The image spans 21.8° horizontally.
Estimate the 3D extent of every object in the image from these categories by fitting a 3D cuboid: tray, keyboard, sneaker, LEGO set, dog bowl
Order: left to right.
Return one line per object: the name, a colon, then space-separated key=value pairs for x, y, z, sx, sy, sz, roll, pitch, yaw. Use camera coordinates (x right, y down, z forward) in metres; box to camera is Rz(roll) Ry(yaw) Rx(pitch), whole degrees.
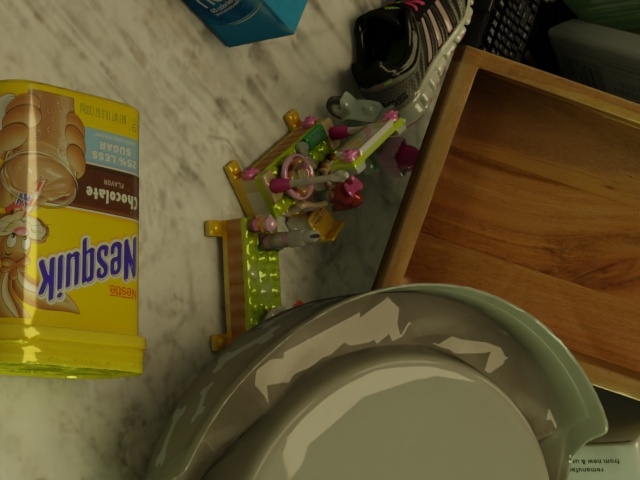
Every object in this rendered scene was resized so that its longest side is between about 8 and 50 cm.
LEGO set: x=0.000 y=0.000 z=1.186 sx=0.132 sy=0.107 sz=0.287 roll=47 pitch=51 yaw=-35
dog bowl: x=0.034 y=0.194 z=1.118 sx=0.349 sy=0.102 sz=0.348 roll=-4 pitch=98 yaw=-28
sneaker: x=0.070 y=-0.173 z=1.328 sx=0.075 sy=0.063 sz=0.170 roll=46 pitch=57 yaw=-44
keyboard: x=0.150 y=-0.183 z=1.459 sx=0.108 sy=0.023 sz=0.180 roll=45 pitch=52 yaw=-36
tray: x=0.263 y=0.018 z=1.230 sx=0.076 sy=0.411 sz=0.202 roll=-102 pitch=-149 yaw=-84

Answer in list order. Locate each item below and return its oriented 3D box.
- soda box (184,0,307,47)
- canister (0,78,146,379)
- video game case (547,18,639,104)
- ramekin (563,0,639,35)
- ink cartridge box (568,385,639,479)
soda box: x=-0.091 y=-0.227 z=1.140 sx=0.210 sy=0.067 sz=0.071 roll=44 pitch=54 yaw=-37
canister: x=-0.165 y=-0.004 z=1.017 sx=0.126 sy=0.073 sz=0.169 roll=10 pitch=76 yaw=-49
video game case: x=0.308 y=-0.035 z=1.436 sx=0.036 sy=0.329 sz=0.299 roll=-22 pitch=106 yaw=-7
ramekin: x=0.321 y=-0.338 z=1.586 sx=0.303 sy=0.148 sz=0.303 roll=9 pitch=78 yaw=-49
ink cartridge box: x=0.284 y=0.254 z=1.359 sx=0.211 sy=0.122 sz=0.289 roll=-30 pitch=108 yaw=-49
